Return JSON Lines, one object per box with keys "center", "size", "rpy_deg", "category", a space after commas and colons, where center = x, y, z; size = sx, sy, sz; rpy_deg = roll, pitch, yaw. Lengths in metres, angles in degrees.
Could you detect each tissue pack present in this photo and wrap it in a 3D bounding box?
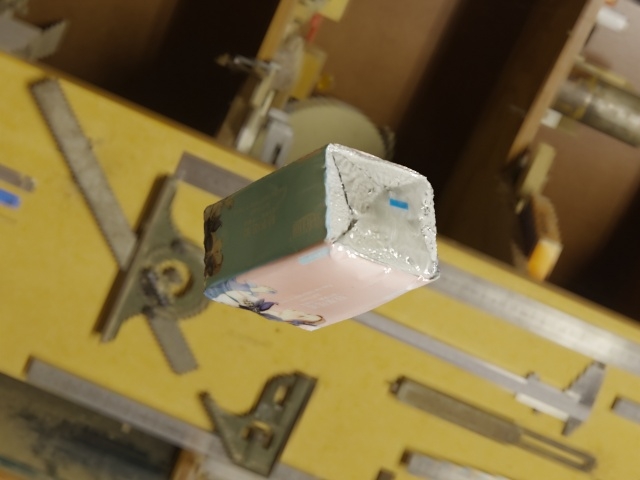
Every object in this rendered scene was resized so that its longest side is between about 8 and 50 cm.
{"center": [0.000, 0.000, 0.557], "size": [0.094, 0.074, 0.058], "rpy_deg": [-24, -122, 46], "category": "tissue pack"}
